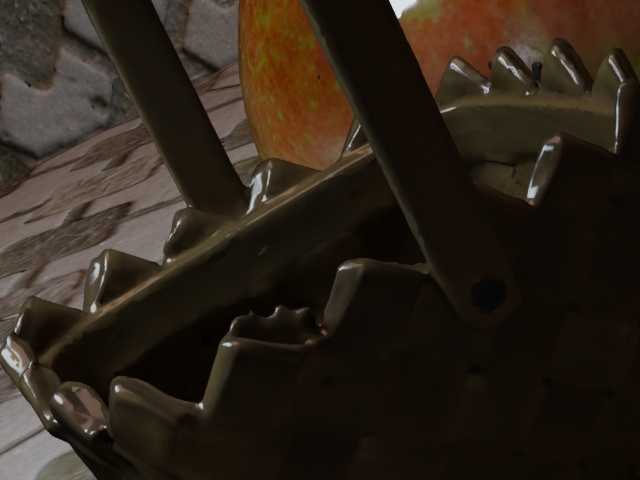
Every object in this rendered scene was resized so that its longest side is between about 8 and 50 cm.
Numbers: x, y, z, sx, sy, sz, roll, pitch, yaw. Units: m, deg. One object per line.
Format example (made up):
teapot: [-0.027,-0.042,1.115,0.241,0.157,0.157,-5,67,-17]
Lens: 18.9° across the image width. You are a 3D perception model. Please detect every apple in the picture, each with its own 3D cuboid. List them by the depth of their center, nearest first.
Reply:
apple: [0.098,-0.125,1.122,0.319,0.277,0.319,-27,-22,-12]

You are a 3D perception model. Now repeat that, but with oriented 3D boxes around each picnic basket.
picnic basket: [0.000,0.000,0.837,0.291,0.321,0.254,-30,17,-18]
